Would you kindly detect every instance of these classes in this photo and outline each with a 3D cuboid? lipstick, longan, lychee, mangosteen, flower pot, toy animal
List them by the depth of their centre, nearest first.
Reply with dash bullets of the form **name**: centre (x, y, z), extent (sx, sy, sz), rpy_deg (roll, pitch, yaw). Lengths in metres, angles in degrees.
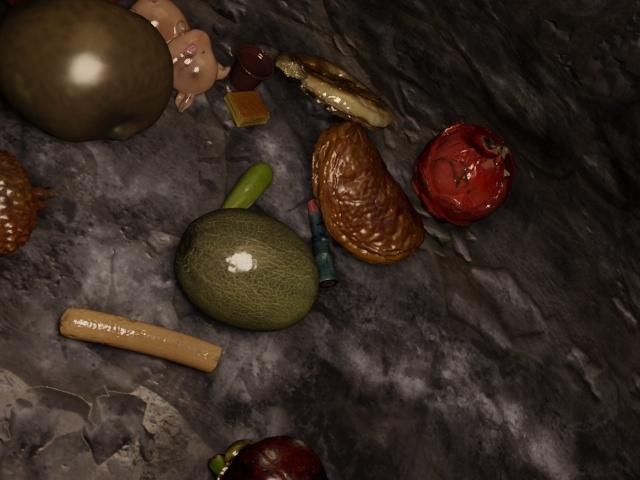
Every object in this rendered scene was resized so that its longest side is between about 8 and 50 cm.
- **lychee**: centre (-0.562, -0.062, 1.012), extent (0.238, 0.200, 0.200), rpy_deg (-15, 76, -38)
- **mangosteen**: centre (-0.094, 0.442, 1.085), extent (0.216, 0.216, 0.216), rpy_deg (18, 56, -29)
- **longan**: centre (-0.451, -0.337, 1.193), extent (0.350, 0.288, 0.288), rpy_deg (-5, 69, -42)
- **toy animal**: centre (-0.345, -0.448, 1.423), extent (0.166, 0.154, 0.250), rpy_deg (-40, 104, -2)
- **lipstick**: centre (0.000, 0.000, 1.504), extent (0.054, 0.053, 0.234), rpy_deg (9, 60, -34)
- **flower pot**: centre (-0.188, -0.438, 1.578), extent (0.111, 0.089, 0.111), rpy_deg (19, 55, -30)

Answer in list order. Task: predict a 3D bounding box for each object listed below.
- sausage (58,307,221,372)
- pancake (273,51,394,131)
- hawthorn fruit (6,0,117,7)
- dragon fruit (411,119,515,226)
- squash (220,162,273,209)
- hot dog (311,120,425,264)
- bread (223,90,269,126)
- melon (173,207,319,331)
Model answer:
- **sausage**: centre (-0.331, 0.185, 1.137), extent (0.301, 0.066, 0.065), rpy_deg (23, 54, -29)
- **pancake**: centre (0.043, -0.415, 1.660), extent (0.383, 0.071, 0.382), rpy_deg (26, 23, -12)
- **hawthorn fruit**: centre (-0.545, -0.574, 1.293), extent (0.242, 0.242, 0.271), rpy_deg (19, 52, -29)
- **dragon fruit**: centre (0.416, -0.195, 1.793), extent (0.296, 0.301, 0.295), rpy_deg (7, 57, -11)
- **squash**: centre (-0.174, -0.116, 1.428), extent (0.066, 0.066, 0.201), rpy_deg (44, 50, -10)
- **hot dog**: centre (0.108, -0.116, 1.549), extent (0.387, 0.174, 0.267), rpy_deg (56, 34, -13)
- **bread**: centre (-0.189, -0.339, 1.560), extent (0.095, 0.035, 0.090), rpy_deg (-18, 77, -42)
- **melon**: centre (-0.140, 0.062, 1.232), extent (0.302, 0.238, 0.237), rpy_deg (26, 52, -30)
